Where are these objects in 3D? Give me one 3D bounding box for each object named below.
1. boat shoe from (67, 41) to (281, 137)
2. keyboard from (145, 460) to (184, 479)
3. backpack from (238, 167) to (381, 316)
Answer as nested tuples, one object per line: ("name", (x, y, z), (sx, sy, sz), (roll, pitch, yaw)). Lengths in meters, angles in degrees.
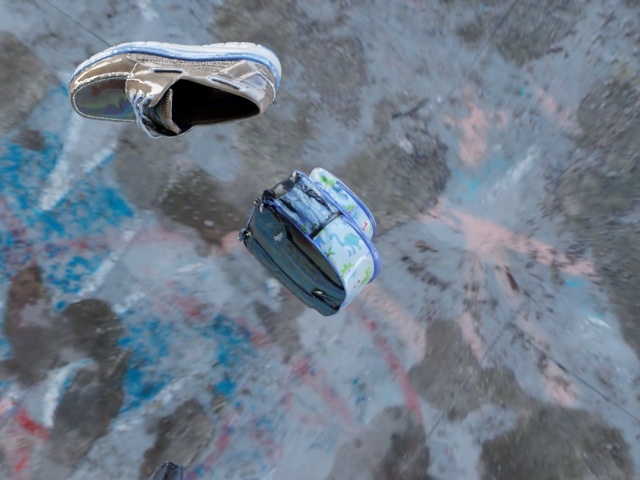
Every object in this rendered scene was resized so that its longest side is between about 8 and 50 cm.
("boat shoe", (-0.126, -0.121, 0.979), (0.183, 0.066, 0.066), (-6, 133, 14))
("keyboard", (-0.121, 0.179, 0.497), (0.038, 0.100, 0.192), (44, 100, -9))
("backpack", (0.000, 0.000, 1.043), (0.084, 0.105, 0.114), (-39, 82, -24))
